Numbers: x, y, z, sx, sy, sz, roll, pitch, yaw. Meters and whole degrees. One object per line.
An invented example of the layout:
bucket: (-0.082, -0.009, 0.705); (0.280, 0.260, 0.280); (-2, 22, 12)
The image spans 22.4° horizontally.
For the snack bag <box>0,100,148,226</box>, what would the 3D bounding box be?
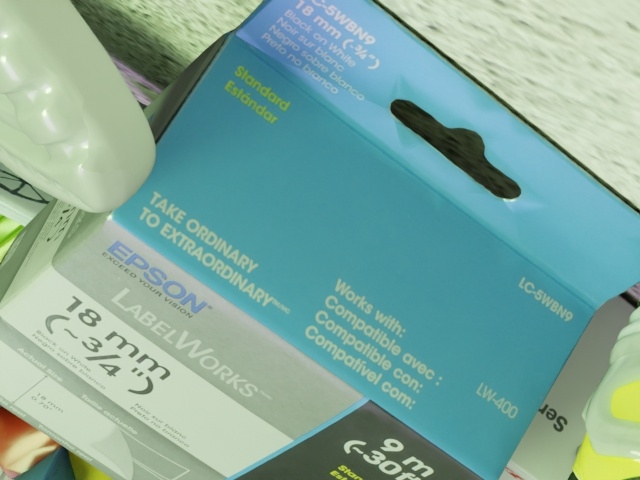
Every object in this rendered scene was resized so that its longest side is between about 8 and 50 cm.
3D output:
snack bag: (-0.197, -0.085, 1.102); (0.342, 0.037, 0.323); (29, -163, -1)

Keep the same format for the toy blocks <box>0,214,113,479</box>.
toy blocks: (-0.119, 0.140, 1.058); (0.381, 0.190, 0.261); (51, -159, -13)

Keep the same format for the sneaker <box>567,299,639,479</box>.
sneaker: (0.290, 0.167, 0.740); (0.384, 0.147, 0.145); (29, 169, 25)

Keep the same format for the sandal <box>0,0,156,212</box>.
sandal: (-0.176, -0.191, 0.639); (0.169, 0.102, 0.416); (21, 148, 47)

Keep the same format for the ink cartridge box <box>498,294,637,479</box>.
ink cartridge box: (0.150, 0.112, 1.056); (0.211, 0.121, 0.289); (37, 172, -13)

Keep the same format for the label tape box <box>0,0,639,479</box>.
label tape box: (-0.019, 0.039, 0.835); (0.240, 0.106, 0.333); (36, 142, -15)
